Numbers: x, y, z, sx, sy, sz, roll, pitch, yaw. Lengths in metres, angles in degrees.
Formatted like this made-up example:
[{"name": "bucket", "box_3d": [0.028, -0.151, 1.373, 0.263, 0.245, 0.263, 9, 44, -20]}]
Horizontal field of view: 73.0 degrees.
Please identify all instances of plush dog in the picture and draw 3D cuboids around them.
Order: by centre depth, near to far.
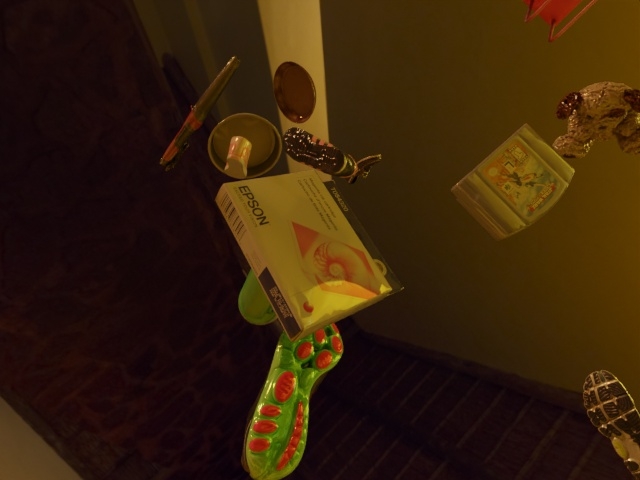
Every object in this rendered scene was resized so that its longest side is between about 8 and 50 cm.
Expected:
[{"name": "plush dog", "box_3d": [0.789, -0.358, 1.198, 0.262, 0.225, 0.211, 3, -101, 34]}]

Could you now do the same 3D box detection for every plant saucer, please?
[{"name": "plant saucer", "box_3d": [-0.068, -0.416, 1.214, 0.168, 0.169, 0.029, 36, -133, 27]}]

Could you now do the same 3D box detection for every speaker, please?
[{"name": "speaker", "box_3d": [-0.125, 0.115, 1.081, 0.131, 0.297, 0.131, 10, -121, -16]}]

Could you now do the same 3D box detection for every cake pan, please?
[{"name": "cake pan", "box_3d": [-0.304, -0.385, 1.742, 0.292, 0.293, 0.054, -13, -135, -5]}]

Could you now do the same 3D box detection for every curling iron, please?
[{"name": "curling iron", "box_3d": [-0.241, -0.245, 0.845, 0.035, 0.274, 0.068, 33, -152, -20]}]

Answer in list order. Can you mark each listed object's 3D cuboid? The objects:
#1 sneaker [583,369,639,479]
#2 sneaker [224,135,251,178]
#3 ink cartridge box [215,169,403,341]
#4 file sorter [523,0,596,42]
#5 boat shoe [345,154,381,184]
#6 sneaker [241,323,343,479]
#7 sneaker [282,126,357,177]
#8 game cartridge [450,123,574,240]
[{"name": "sneaker", "box_3d": [0.742, 0.452, 1.053, 0.109, 0.107, 0.276, 0, -119, -50]}, {"name": "sneaker", "box_3d": [-0.180, -0.185, 0.957, 0.050, 0.134, 0.070, 16, -104, -9]}, {"name": "ink cartridge box", "box_3d": [0.000, 0.000, 0.895, 0.329, 0.071, 0.324, -18, -112, -39]}, {"name": "file sorter", "box_3d": [0.437, -0.576, 0.855, 0.290, 0.202, 0.182, 38, -131, -5]}, {"name": "boat shoe", "box_3d": [0.166, -0.270, 1.652, 0.075, 0.206, 0.065, -15, -94, -36]}, {"name": "sneaker", "box_3d": [-0.088, 0.383, 1.146, 0.185, 0.202, 0.483, 36, -136, -4]}, {"name": "sneaker", "box_3d": [-0.006, -0.300, 1.525, 0.319, 0.131, 0.112, 38, -75, 35]}, {"name": "game cartridge", "box_3d": [0.490, -0.143, 1.075, 0.297, 0.062, 0.198, -40, -103, -18]}]
